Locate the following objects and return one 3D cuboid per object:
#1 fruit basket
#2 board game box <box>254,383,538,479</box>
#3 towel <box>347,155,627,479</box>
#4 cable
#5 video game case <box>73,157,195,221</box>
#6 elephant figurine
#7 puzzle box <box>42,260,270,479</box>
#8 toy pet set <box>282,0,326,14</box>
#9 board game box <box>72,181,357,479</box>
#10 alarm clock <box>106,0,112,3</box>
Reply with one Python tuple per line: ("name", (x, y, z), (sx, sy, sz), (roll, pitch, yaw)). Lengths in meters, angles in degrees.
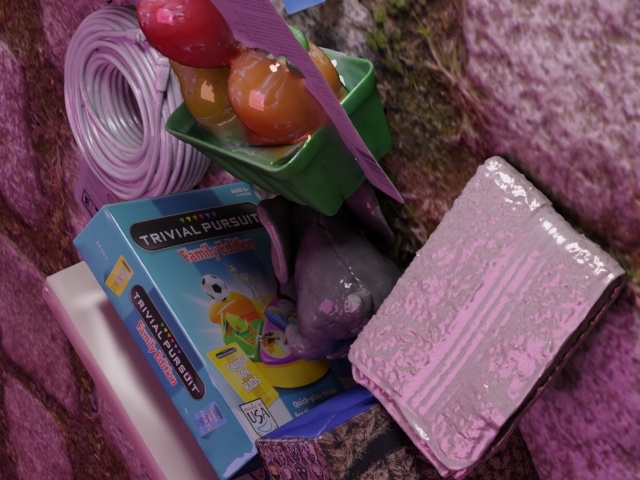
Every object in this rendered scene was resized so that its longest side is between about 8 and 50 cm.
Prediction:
("fruit basket", (-0.081, -0.199, 1.533), (0.327, 0.165, 0.353), (23, 150, 51))
("board game box", (0.106, 0.294, 1.624), (0.141, 0.232, 0.291), (-13, 101, 60))
("towel", (0.149, 0.078, 1.457), (0.187, 0.049, 0.282), (46, 118, 28))
("cable", (-0.234, -0.176, 1.940), (0.257, 0.089, 0.257), (27, 128, 43))
("video game case", (-0.240, -0.022, 2.157), (0.329, 0.036, 0.300), (56, 150, 18))
("elephant figurine", (0.000, 0.000, 1.656), (0.186, 0.169, 0.239), (-36, 69, 42))
("puzzle box", (-0.128, 0.168, 1.873), (0.409, 0.272, 0.052), (57, 150, 15))
("toy pet set", (-0.031, -0.295, 1.565), (0.122, 0.065, 0.114), (-4, 108, 60))
("board game box", (-0.100, 0.095, 1.782), (0.079, 0.253, 0.336), (-45, 71, 34))
("alarm clock", (-0.311, -0.398, 1.923), (0.129, 0.064, 0.192), (31, 151, 22))
